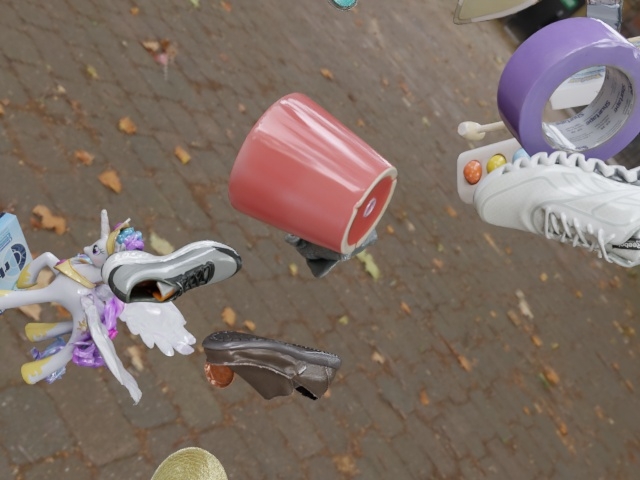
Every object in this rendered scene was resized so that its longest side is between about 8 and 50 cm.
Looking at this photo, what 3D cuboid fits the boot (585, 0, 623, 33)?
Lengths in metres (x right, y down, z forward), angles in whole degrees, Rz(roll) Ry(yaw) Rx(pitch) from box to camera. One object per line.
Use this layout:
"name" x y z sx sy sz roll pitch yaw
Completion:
"boot" 0.512 -0.430 1.513 0.106 0.082 0.219 68 36 -62

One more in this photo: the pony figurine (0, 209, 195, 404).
"pony figurine" -0.456 0.150 1.670 0.351 0.363 0.303 62 18 -10

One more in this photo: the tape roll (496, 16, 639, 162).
"tape roll" 0.335 -0.190 1.102 0.189 0.189 0.080 35 21 -34

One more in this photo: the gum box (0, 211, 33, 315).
"gum box" -0.700 0.058 1.822 0.041 0.184 0.157 15 45 18

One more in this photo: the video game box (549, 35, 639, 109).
"video game box" 0.546 -0.319 1.563 0.048 0.205 0.187 64 37 -28

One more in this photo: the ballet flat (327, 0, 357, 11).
"ballet flat" 0.014 -0.496 1.523 0.068 0.072 0.213 113 -42 -70

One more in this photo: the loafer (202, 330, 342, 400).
"loafer" -0.097 0.279 1.788 0.366 0.134 0.130 19 81 -40

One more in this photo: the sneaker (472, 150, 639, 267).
"sneaker" 0.326 -0.032 0.995 0.110 0.292 0.118 71 28 -51

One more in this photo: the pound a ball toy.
"pound a ball toy" 0.415 -0.198 1.896 0.136 0.319 0.208 3 83 -32

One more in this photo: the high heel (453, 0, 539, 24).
"high heel" 0.301 -0.391 1.140 0.093 0.261 0.186 50 36 -6

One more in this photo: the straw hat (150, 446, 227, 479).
"straw hat" -0.172 0.308 0.952 0.144 0.061 0.144 15 71 -50

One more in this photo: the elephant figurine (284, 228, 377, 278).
"elephant figurine" 0.000 0.000 1.914 0.186 0.239 0.169 -4 71 -52

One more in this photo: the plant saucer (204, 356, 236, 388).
"plant saucer" -0.218 0.281 1.827 0.083 0.083 0.013 56 29 15

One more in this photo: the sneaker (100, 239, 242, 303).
"sneaker" -0.273 0.072 1.597 0.272 0.100 0.108 -9 41 -29

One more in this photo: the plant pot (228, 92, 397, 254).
"plant pot" -0.002 -0.115 1.622 0.243 0.275 0.275 31 16 17
